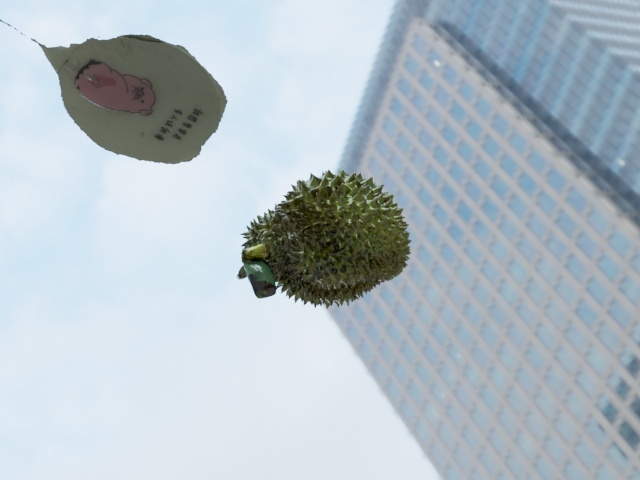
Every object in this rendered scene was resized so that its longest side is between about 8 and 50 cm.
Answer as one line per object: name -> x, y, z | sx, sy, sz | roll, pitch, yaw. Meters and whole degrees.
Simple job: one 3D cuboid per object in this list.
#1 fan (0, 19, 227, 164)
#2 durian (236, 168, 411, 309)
fan -> -0.245, -0.176, 1.436 | 0.310, 0.010, 0.182 | 28, -46, -15
durian -> 0.006, -0.001, 1.616 | 0.198, 0.146, 0.159 | -14, -21, 14
